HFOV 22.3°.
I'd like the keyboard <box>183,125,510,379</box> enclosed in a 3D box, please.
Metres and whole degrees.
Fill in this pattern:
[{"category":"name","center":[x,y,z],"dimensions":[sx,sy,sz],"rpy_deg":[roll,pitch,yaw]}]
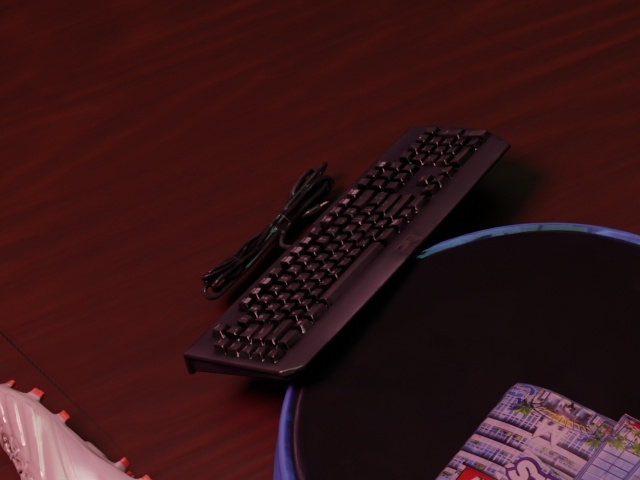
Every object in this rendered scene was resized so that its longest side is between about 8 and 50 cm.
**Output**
[{"category":"keyboard","center":[0.000,0.000,1.303],"dimensions":[0.201,0.033,0.317],"rpy_deg":[0,35,45]}]

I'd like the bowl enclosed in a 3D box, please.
[{"category":"bowl","center":[0.153,0.140,1.158],"dimensions":[0.391,0.077,0.391],"rpy_deg":[-7,46,7]}]

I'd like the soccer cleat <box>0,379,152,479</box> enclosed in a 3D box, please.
[{"category":"soccer cleat","center":[-0.204,0.173,1.226],"dimensions":[0.196,0.068,0.076],"rpy_deg":[30,63,32]}]

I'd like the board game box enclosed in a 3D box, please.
[{"category":"board game box","center":[0.143,0.192,1.016],"dimensions":[0.194,0.060,0.194],"rpy_deg":[25,57,32]}]
